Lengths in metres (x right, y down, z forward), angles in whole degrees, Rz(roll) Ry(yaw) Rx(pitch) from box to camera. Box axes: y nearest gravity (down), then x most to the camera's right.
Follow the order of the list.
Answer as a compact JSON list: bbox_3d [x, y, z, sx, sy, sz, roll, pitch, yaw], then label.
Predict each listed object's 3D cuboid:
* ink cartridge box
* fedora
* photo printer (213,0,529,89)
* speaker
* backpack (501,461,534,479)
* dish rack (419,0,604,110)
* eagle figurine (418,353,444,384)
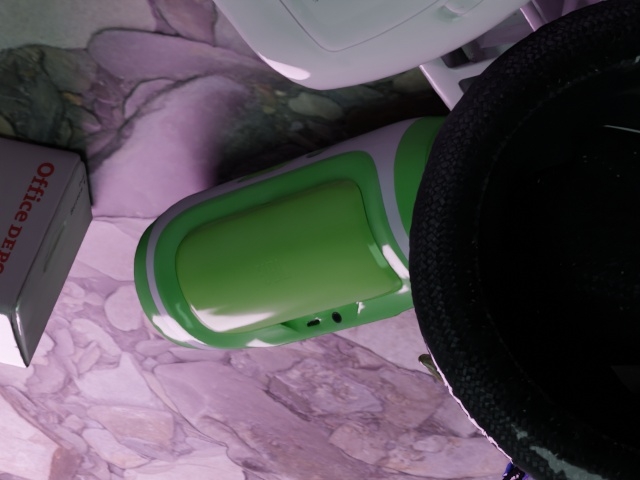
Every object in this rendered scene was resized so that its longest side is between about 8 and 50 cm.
[{"bbox_3d":[-0.309,-0.005,1.409,0.219,0.160,0.093,13,147,10],"label":"ink cartridge box"},{"bbox_3d":[0.219,0.018,1.027,0.334,0.334,0.152,15,176,6],"label":"fedora"},{"bbox_3d":[0.002,-0.236,0.893,0.256,0.107,0.307,-33,100,41],"label":"photo printer"},{"bbox_3d":[0.000,0.000,1.298,0.296,0.131,0.131,-17,132,41],"label":"speaker"},{"bbox_3d":[0.238,0.227,1.507,0.158,0.117,0.173,23,146,-6],"label":"backpack"},{"bbox_3d":[0.184,-0.180,1.006,0.332,0.072,0.285,-8,136,34],"label":"dish rack"},{"bbox_3d":[0.258,0.052,1.236,0.298,0.225,0.226,-40,163,20],"label":"eagle figurine"}]
